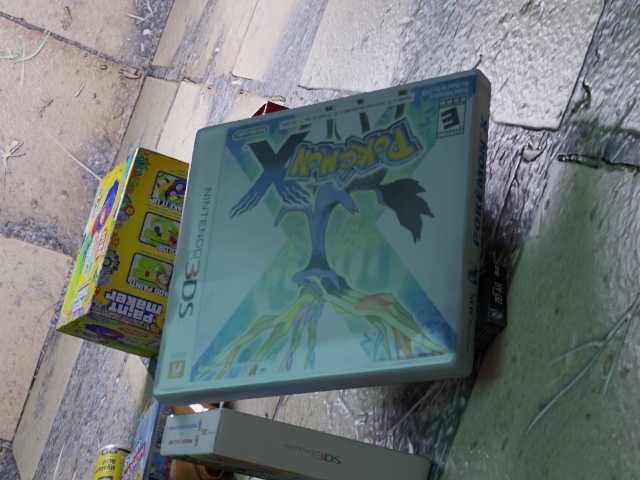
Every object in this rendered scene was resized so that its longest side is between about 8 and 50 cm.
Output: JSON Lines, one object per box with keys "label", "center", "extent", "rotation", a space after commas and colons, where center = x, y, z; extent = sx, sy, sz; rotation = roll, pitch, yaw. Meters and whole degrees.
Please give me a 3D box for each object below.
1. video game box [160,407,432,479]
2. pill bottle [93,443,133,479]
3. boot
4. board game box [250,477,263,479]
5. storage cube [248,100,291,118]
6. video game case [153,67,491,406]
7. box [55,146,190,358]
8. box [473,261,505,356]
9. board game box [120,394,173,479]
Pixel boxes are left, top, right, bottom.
{"label": "video game box", "center": [-0.027, 0.201, 1.400], "extent": [0.187, 0.205, 0.048], "rotation": [152, 131, -67]}
{"label": "pill bottle", "center": [-0.327, 0.386, 2.381], "extent": [0.065, 0.065, 0.116], "rotation": [126, 156, -43]}
{"label": "boot", "center": [-0.148, 0.233, 1.983], "extent": [0.152, 0.073, 0.197], "rotation": [145, 129, -65]}
{"label": "board game box", "center": [-0.033, 0.347, 1.510], "extent": [0.305, 0.053, 0.193], "rotation": [169, 118, -71]}
{"label": "storage cube", "center": [-0.023, -0.012, 1.645], "extent": [0.215, 0.193, 0.183], "rotation": [-34, 39, 62]}
{"label": "video game case", "center": [0.000, 0.000, 1.425], "extent": [0.329, 0.036, 0.300], "rotation": [-9, 61, 30]}
{"label": "box", "center": [-0.289, 0.029, 2.473], "extent": [0.290, 0.177, 0.279], "rotation": [155, 131, -67]}
{"label": "box", "center": [0.137, 0.069, 1.349], "extent": [0.083, 0.018, 0.067], "rotation": [-52, 25, 46]}
{"label": "board game box", "center": [-0.248, 0.337, 2.194], "extent": [0.194, 0.060, 0.194], "rotation": [-86, 23, -44]}
